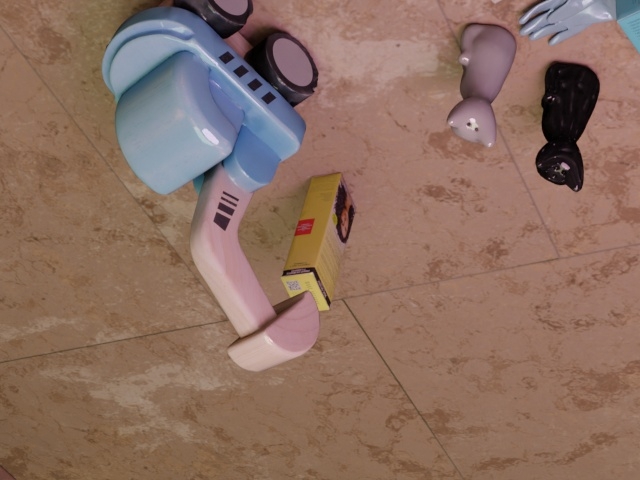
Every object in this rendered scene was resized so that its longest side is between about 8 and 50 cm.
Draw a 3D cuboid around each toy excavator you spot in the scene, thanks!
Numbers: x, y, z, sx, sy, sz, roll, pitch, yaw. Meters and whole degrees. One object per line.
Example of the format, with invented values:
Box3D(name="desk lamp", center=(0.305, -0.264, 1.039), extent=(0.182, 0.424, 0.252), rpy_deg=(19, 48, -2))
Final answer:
Box3D(name="toy excavator", center=(-0.147, -0.095, 1.449), extent=(0.222, 0.445, 0.433), rpy_deg=(-26, 122, 37))

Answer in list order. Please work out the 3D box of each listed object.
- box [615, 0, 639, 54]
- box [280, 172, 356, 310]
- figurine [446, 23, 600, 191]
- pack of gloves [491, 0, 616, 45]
Box3D(name="box", center=(0.461, -0.244, 1.335), extent=(0.060, 0.100, 0.244), rpy_deg=(-21, 133, 35))
Box3D(name="box", center=(0.000, 0.000, 1.656), extent=(0.058, 0.232, 0.087), rpy_deg=(-5, 134, 22))
Box3D(name="figurine", center=(0.269, -0.176, 1.408), extent=(0.215, 0.209, 0.092), rpy_deg=(24, 137, -7))
Box3D(name="pack of gloves", center=(0.335, -0.352, 1.342), extent=(0.232, 0.046, 0.195), rpy_deg=(-18, 141, 31))
